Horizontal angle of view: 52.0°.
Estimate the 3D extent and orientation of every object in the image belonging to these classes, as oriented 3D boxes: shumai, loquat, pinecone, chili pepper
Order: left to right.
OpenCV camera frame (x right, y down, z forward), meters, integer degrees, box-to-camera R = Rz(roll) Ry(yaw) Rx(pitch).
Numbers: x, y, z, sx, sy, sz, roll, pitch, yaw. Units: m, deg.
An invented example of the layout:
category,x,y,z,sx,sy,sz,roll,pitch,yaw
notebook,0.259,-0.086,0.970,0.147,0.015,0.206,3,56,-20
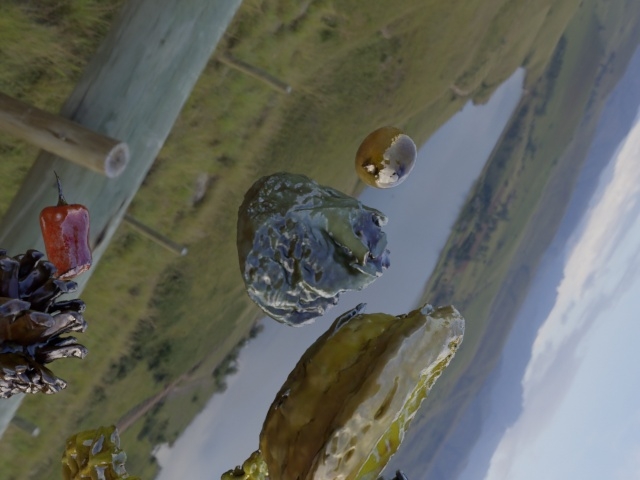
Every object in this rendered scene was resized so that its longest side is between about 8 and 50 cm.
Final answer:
category,x,y,z,sx,sy,sz,roll,pitch,yaw
pinecone,-0.354,0.094,0.742,0.150,0.179,0.195,-54,-148,27
chili pepper,-0.436,-0.027,1.119,0.084,0.086,0.192,-10,89,-53
shumai,-0.002,0.000,1.030,0.189,0.218,0.255,53,32,-68
loquat,0.153,-0.193,1.540,0.163,0.137,0.163,-47,153,-34

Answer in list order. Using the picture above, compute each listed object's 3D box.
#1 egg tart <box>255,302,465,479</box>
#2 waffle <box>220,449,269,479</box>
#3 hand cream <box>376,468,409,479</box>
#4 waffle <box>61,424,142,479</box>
category,x,y,z,sx,sy,sz,roll,pitch,yaw
egg tart,0.019,0.111,0.425,0.191,0.074,0.191,-49,159,-27
waffle,-0.064,0.405,1.096,0.329,0.062,0.329,-18,151,-10
hand cream,0.037,0.492,1.130,0.276,0.059,0.095,-36,-155,0
waffle,-0.268,0.341,0.825,0.057,0.229,0.219,-7,153,-38
